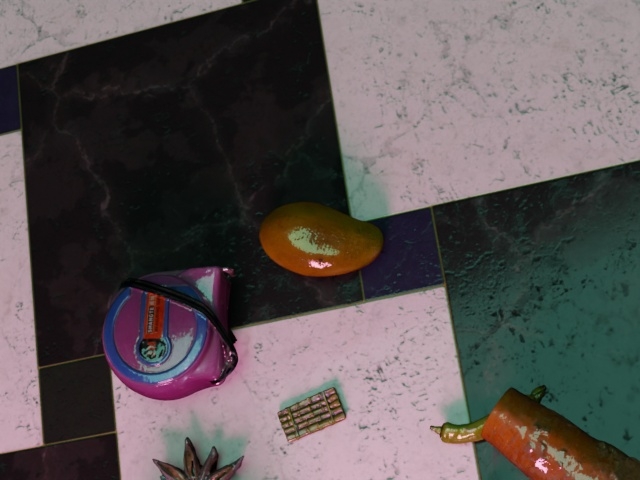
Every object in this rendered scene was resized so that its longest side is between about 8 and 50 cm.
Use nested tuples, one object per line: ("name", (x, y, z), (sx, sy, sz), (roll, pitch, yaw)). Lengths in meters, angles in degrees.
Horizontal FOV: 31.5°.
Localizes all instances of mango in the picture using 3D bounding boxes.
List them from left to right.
("mango", (0.000, 0.000, 2.048), (0.228, 0.099, 0.136), (8, 71, 9))

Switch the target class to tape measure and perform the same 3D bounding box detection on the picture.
("tape measure", (-0.265, 0.171, 2.052), (0.245, 0.149, 0.231), (-2, 72, 8))

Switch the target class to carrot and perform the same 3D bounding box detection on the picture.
("carrot", (0.400, 0.362, 1.802), (0.302, 0.139, 0.138), (30, 85, 17))

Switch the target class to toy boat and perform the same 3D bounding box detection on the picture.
("toy boat", (-0.015, 0.308, 2.007), (0.115, 0.016, 0.063), (-25, 71, 8))

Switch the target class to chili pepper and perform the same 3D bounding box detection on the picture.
("chili pepper", (0.289, 0.304, 1.913), (0.208, 0.043, 0.049), (-20, 34, 5))

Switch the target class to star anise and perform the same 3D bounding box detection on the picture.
("star anise", (-0.210, 0.446, 2.002), (0.182, 0.065, 0.195), (-2, 71, 10))
